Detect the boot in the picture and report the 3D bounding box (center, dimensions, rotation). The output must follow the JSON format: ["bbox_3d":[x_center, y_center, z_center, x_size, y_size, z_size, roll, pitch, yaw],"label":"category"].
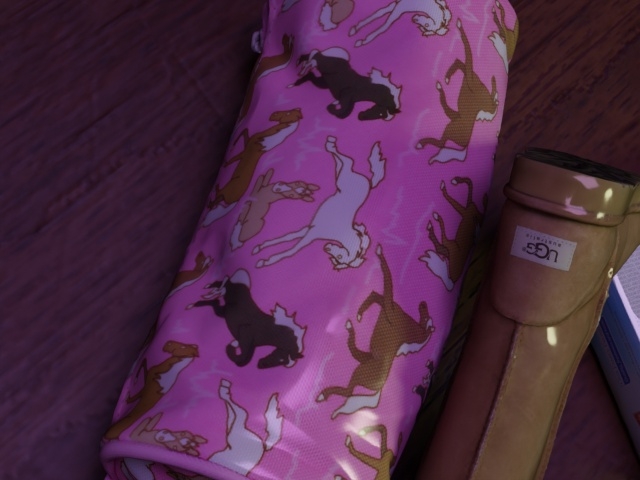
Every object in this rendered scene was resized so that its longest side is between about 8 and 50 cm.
[{"bbox_3d":[0.117,0.082,0.727,0.089,0.236,0.270,20,101,23],"label":"boot"}]

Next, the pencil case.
[{"bbox_3d":[0.000,0.000,0.726,0.160,0.167,0.386,32,60,-26],"label":"pencil case"}]

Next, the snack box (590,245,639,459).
[{"bbox_3d":[0.341,0.035,0.880,0.322,0.060,0.187,-14,75,-23],"label":"snack box"}]
